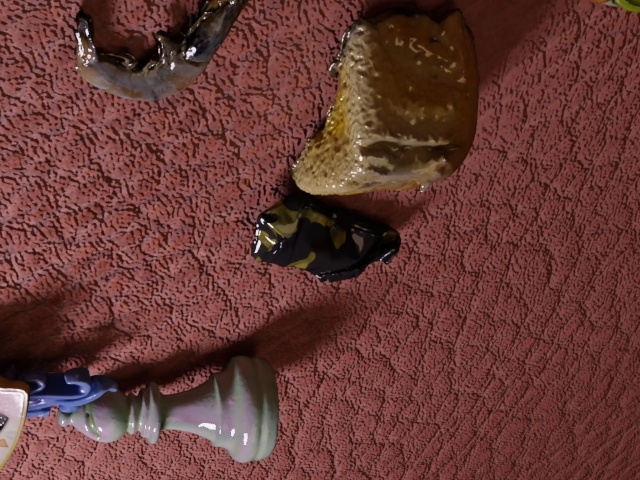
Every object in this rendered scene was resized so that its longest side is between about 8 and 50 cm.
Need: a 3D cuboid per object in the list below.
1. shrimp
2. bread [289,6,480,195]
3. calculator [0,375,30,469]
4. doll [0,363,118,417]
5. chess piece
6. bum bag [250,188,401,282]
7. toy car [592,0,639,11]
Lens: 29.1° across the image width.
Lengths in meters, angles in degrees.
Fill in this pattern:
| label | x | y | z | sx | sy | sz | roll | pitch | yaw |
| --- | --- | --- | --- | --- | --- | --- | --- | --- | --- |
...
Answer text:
| label | x | y | z | sx | sy | sz | roll | pitch | yaw |
| --- | --- | --- | --- | --- | --- | --- | --- | --- | --- |
| shrimp | -0.146 | -0.201 | 1.119 | 0.148 | 0.035 | 0.195 | 13 | 131 | -40 |
| bread | 0.083 | -0.115 | 1.290 | 0.174 | 0.133 | 0.251 | -3 | 139 | -28 |
| calculator | -0.422 | 0.206 | 1.401 | 0.157 | 0.033 | 0.236 | 30 | 125 | -11 |
| doll | -0.342 | 0.182 | 1.451 | 0.206 | 0.067 | 0.110 | -8 | 146 | -10 |
| chess piece | -0.196 | 0.219 | 1.565 | 0.272 | 0.139 | 0.139 | -1 | 139 | -18 |
| bum bag | 0.000 | 0.000 | 1.447 | 0.106 | 0.060 | 0.232 | -48 | 143 | 18 |
| toy car | 0.259 | -0.344 | 1.126 | 0.235 | 0.145 | 0.235 | -6 | 133 | -6 |
